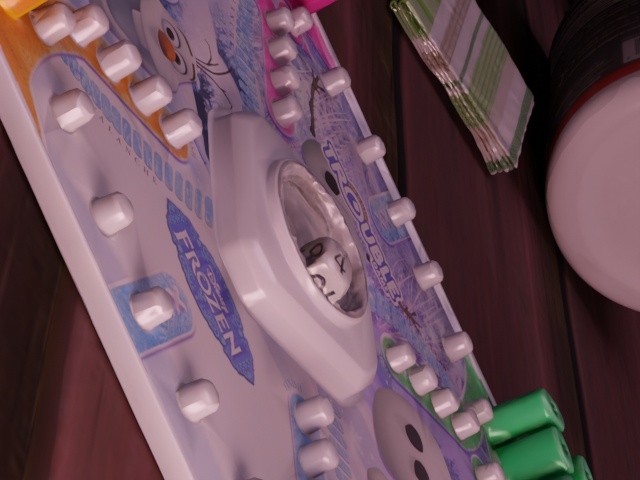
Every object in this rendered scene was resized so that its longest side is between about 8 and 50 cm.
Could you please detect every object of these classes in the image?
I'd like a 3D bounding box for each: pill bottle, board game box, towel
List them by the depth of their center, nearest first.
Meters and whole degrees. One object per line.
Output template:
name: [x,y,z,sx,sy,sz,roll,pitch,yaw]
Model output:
board game box: [0.000,0.000,0.812,0.390,0.050,0.390,65,19,1]
towel: [0.101,-0.131,1.260,0.152,0.023,0.113,55,30,-21]
pill bottle: [0.289,-0.109,1.450,0.210,0.210,0.363,57,21,-20]
